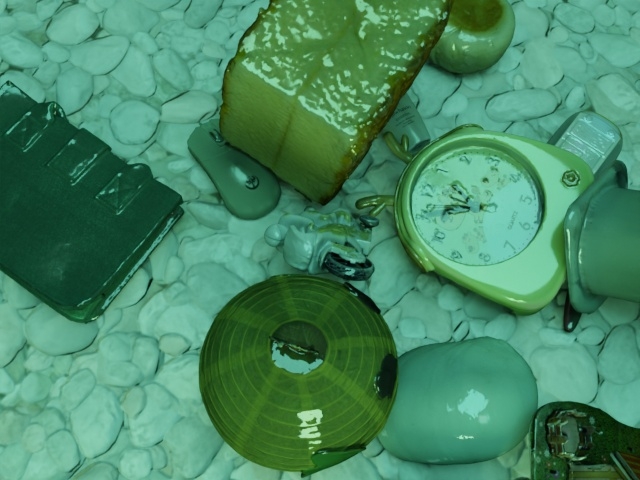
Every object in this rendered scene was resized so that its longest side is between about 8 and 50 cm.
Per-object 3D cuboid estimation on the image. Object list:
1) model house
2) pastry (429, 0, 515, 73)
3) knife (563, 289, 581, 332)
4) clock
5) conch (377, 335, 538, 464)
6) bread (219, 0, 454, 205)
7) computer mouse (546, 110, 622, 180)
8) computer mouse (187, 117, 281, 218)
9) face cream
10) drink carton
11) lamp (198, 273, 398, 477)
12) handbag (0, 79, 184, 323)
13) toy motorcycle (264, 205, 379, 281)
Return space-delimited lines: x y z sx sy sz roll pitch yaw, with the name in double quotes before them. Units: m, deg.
"model house" 0.398 0.302 0.958 0.294 0.154 0.206 20 67 -27
"pastry" 0.229 -0.340 1.298 0.157 0.092 0.156 3 69 -7
"knife" 0.397 0.025 1.203 0.036 0.018 0.247 20 67 7
"clock" 0.213 -0.047 1.160 0.308 0.096 0.234 22 79 10
"conch" 0.175 0.204 1.076 0.221 0.120 0.185 -20 41 -7
"bread" 0.017 -0.232 1.082 0.207 0.279 0.279 33 76 1
"computer mouse" 0.374 -0.108 1.236 0.102 0.045 0.199 36 78 12
"computer mouse" -0.129 -0.116 1.203 0.089 0.056 0.181 -31 73 -20
"face cream" 0.101 -0.212 1.258 0.072 0.051 0.182 -29 72 -12
"drink carton" 0.451 0.013 1.081 0.190 0.191 0.185 9 34 37
"lamp" -0.028 0.148 0.983 0.250 0.284 0.250 -1 68 1
"handbag" -0.381 -0.056 1.143 0.327 0.089 0.238 34 70 10
"toy motorcycle" 0.000 0.000 1.094 0.151 0.228 0.074 10 109 -4
